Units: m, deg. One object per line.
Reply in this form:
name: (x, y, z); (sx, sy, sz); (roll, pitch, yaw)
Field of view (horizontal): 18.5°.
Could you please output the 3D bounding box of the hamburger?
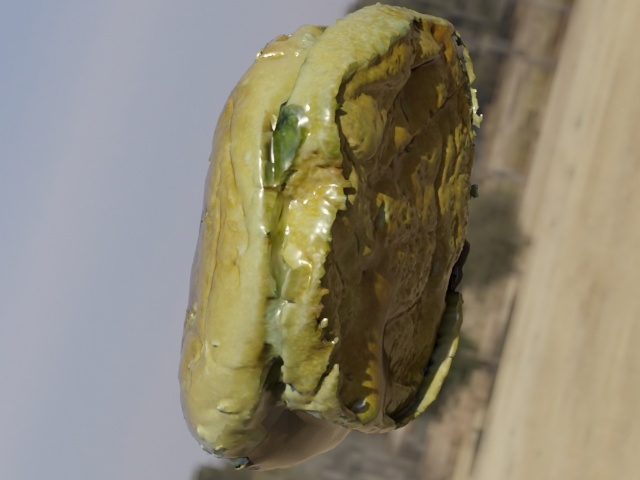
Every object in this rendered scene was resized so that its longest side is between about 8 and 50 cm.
hamburger: (0.001, -0.001, 1.186); (0.265, 0.134, 0.285); (-3, -80, -63)
